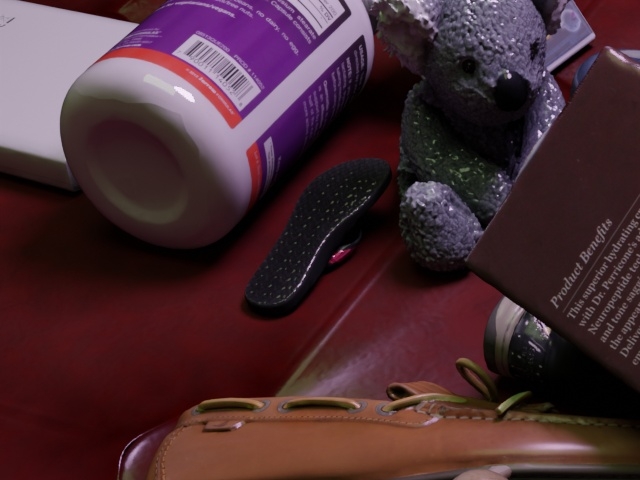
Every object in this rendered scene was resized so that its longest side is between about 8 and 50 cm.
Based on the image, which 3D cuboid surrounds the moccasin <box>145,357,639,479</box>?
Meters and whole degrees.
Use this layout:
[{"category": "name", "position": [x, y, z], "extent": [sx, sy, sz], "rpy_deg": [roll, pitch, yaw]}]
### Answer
[{"category": "moccasin", "position": [0.073, 0.149, 1.211], "extent": [0.380, 0.139, 0.147], "rpy_deg": [-7, 42, 23]}]

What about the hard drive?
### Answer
[{"category": "hard drive", "position": [-0.303, -0.157, 1.820], "extent": [0.353, 0.047, 0.233], "rpy_deg": [14, 42, 33]}]

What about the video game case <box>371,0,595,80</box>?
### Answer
[{"category": "video game case", "position": [0.146, -0.213, 1.680], "extent": [0.190, 0.173, 0.022], "rpy_deg": [-37, 6, -32]}]

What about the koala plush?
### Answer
[{"category": "koala plush", "position": [0.132, -0.125, 1.495], "extent": [0.196, 0.221, 0.203], "rpy_deg": [-15, 34, -5]}]

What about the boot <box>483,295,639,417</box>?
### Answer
[{"category": "boot", "position": [0.253, 0.042, 1.343], "extent": [0.178, 0.085, 0.236], "rpy_deg": [24, 55, 38]}]

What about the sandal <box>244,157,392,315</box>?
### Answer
[{"category": "sandal", "position": [0.000, 0.000, 1.523], "extent": [0.067, 0.040, 0.179], "rpy_deg": [13, 55, 39]}]

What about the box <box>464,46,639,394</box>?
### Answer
[{"category": "box", "position": [0.240, 0.013, 1.161], "extent": [0.203, 0.167, 0.168], "rpy_deg": [38, 100, 32]}]

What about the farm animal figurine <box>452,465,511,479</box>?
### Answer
[{"category": "farm animal figurine", "position": [0.045, 0.224, 1.010], "extent": [0.330, 0.172, 0.327], "rpy_deg": [-36, 26, -33]}]

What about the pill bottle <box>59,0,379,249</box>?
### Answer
[{"category": "pill bottle", "position": [-0.073, -0.146, 1.620], "extent": [0.181, 0.181, 0.323], "rpy_deg": [11, 40, 29]}]

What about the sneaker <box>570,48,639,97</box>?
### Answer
[{"category": "sneaker", "position": [0.347, -0.136, 1.527], "extent": [0.319, 0.131, 0.112], "rpy_deg": [17, 45, 35]}]
